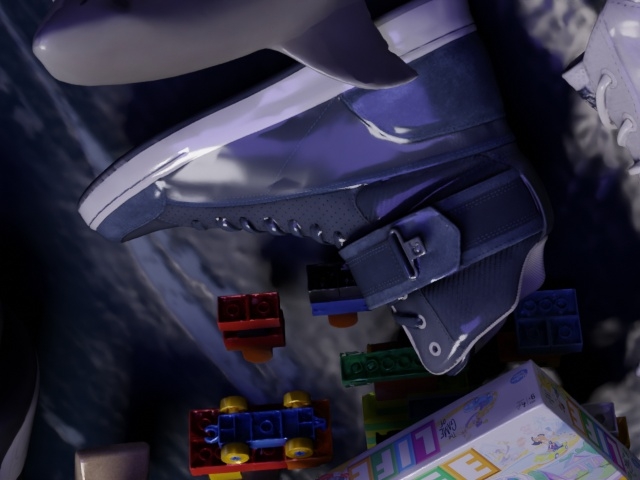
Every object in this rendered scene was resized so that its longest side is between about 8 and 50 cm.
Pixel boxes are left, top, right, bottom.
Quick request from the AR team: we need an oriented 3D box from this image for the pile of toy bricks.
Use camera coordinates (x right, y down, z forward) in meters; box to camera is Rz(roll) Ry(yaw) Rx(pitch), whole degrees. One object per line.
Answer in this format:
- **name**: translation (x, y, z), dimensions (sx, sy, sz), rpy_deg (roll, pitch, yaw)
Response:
- **pile of toy bricks**: translation (0.043, 0.084, 0.737), dimensions (0.212, 0.118, 0.105), rpy_deg (-4, 150, 3)

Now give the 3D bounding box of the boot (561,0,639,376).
- **boot**: translation (0.161, -0.046, 0.617), dimensions (0.123, 0.095, 0.258), rpy_deg (24, 118, 10)

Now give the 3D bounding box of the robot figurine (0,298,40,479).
- **robot figurine**: translation (-0.254, 0.123, 0.801), dimensions (0.174, 0.209, 0.278), rpy_deg (14, 125, -6)

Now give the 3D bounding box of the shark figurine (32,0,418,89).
- **shark figurine**: translation (0.020, -0.127, 0.579), dimensions (0.278, 0.166, 0.116), rpy_deg (-40, 88, -6)

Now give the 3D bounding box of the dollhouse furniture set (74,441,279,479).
- **dollhouse furniture set**: translation (-0.006, 0.243, 0.763), dimensions (0.259, 0.262, 0.135), rpy_deg (-5, 136, -16)

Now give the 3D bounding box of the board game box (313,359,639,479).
- **board game box**: translation (0.063, 0.125, 0.667), dimensions (0.154, 0.026, 0.103), rpy_deg (-32, 129, 22)

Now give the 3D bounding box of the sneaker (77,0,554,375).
- **sneaker**: translation (0.000, 0.000, 0.675), dimensions (0.226, 0.086, 0.163), rpy_deg (-23, 97, 28)
